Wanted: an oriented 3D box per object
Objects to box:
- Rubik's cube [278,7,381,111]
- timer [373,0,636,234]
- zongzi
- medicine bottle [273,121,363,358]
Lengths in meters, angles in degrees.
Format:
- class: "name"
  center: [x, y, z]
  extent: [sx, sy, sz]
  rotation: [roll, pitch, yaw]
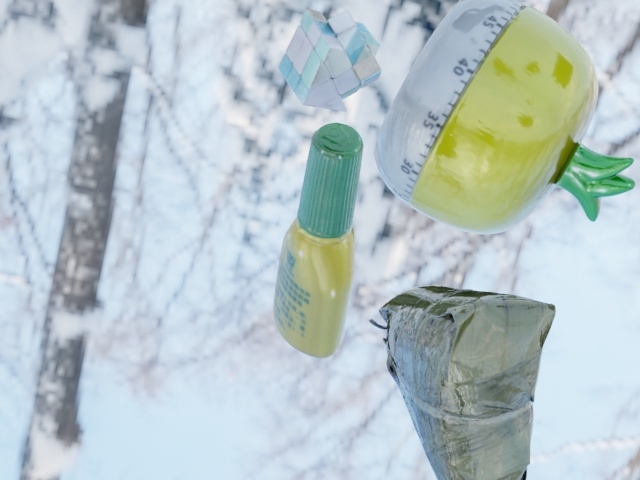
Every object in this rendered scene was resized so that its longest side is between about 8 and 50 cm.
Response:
- class: "Rubik's cube"
  center: [0.017, -0.151, 1.469]
  extent: [0.073, 0.084, 0.075]
  rotation: [11, -133, -32]
- class: "timer"
  center: [0.223, -0.114, 1.941]
  extent: [0.285, 0.285, 0.285]
  rotation: [12, -157, -5]
- class: "zongzi"
  center: [0.100, 0.138, 1.342]
  extent: [0.094, 0.204, 0.205]
  rotation: [0, -178, -17]
- class: "medicine bottle"
  center: [0.000, 0.000, 1.625]
  extent: [0.064, 0.260, 0.095]
  rotation: [-15, -130, -22]
